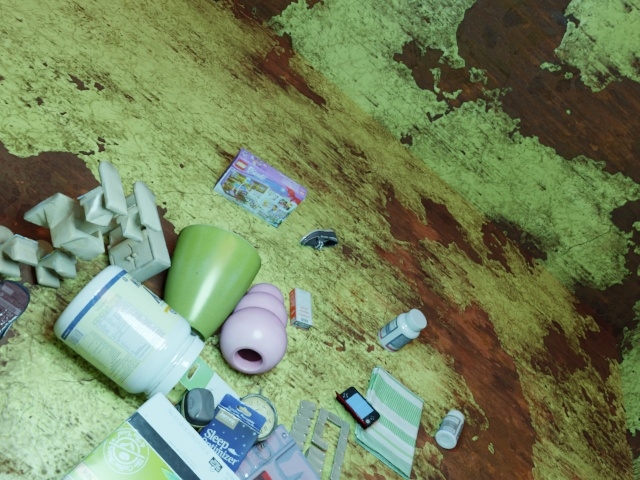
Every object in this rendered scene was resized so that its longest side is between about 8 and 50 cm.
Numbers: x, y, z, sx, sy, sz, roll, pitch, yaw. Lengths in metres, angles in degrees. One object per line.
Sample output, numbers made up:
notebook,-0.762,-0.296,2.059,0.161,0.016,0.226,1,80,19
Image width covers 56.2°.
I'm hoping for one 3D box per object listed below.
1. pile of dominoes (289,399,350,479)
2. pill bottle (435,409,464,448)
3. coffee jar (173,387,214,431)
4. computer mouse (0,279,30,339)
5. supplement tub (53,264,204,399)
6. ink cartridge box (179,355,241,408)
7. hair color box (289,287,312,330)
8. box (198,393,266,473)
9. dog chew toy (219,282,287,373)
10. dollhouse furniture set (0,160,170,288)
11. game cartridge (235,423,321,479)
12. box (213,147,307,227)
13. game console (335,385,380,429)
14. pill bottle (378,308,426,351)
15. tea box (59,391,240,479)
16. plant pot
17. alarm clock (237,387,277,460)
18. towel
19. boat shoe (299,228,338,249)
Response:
pile of dominoes,-0.015,0.620,1.847,0.196,0.040,0.251,35,30,-7
pill bottle,0.479,0.690,2.199,0.078,0.078,0.137,47,37,2
coffee jar,-0.343,0.455,1.548,0.079,0.184,0.096,18,44,-32
computer mouse,-0.839,0.189,1.434,0.184,0.060,0.262,35,50,-20
supplement tub,-0.491,0.246,1.561,0.325,0.235,0.235,41,37,-7
ink cartridge box,-0.318,0.429,1.668,0.209,0.062,0.109,49,35,-14
hair color box,-0.070,0.243,2.121,0.072,0.043,0.141,23,42,-27
box,-0.254,0.530,1.564,0.136,0.036,0.225,34,77,-3
dog chew toy,-0.192,0.257,1.875,0.206,0.206,0.332,34,31,-15
dollhouse furniture set,-0.615,-0.056,1.642,0.394,0.362,0.256,37,28,-61
game cartridge,-0.088,0.711,1.629,0.230,0.068,0.355,-28,76,-45
box,-0.225,-0.191,2.245,0.293,0.201,0.057,32,39,-18
game console,0.124,0.538,1.966,0.124,0.085,0.144,-24,58,-40
pill bottle,0.315,0.340,2.282,0.108,0.180,0.108,25,42,-25
tea box,-0.398,0.590,1.342,0.329,0.220,0.323,46,38,0
plant pot,-0.352,0.149,1.792,0.274,0.275,0.293,31,53,-19
alarm clock,-0.180,0.511,1.648,0.129,0.064,0.192,-4,60,-37
towel,0.246,0.619,2.078,0.248,0.038,0.325,39,38,-10
boat shoe,0.000,0.000,2.388,0.206,0.075,0.065,-9,60,-53
